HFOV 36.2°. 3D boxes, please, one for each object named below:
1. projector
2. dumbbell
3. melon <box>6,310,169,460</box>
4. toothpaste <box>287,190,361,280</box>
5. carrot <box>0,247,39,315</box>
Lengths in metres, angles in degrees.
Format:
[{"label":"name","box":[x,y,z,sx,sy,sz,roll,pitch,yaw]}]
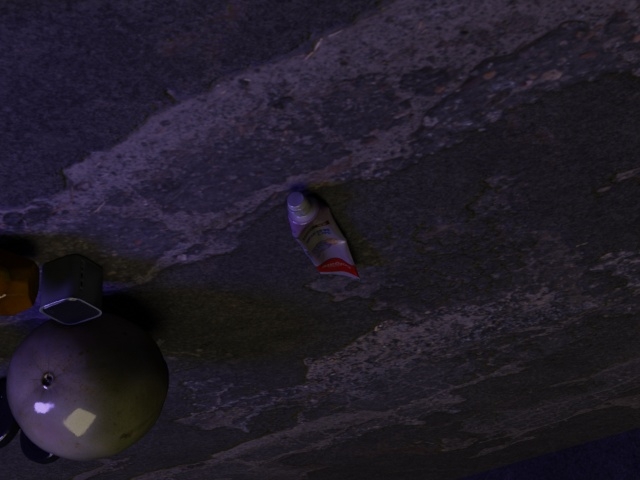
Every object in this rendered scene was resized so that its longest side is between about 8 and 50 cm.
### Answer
[{"label":"projector","box":[-0.411,0.082,1.616,0.083,0.082,0.083,-19,148,22]},{"label":"dumbbell","box":[-0.626,0.382,2.053,0.143,0.143,0.325,-21,148,24]},{"label":"melon","box":[-0.412,0.257,1.747,0.269,0.268,0.330,-12,169,10]},{"label":"toothpaste","box":[0.000,0.000,1.590,0.075,0.048,0.301,-16,152,9]},{"label":"carrot","box":[-0.596,0.060,1.517,0.302,0.114,0.114,3,150,-8]}]
